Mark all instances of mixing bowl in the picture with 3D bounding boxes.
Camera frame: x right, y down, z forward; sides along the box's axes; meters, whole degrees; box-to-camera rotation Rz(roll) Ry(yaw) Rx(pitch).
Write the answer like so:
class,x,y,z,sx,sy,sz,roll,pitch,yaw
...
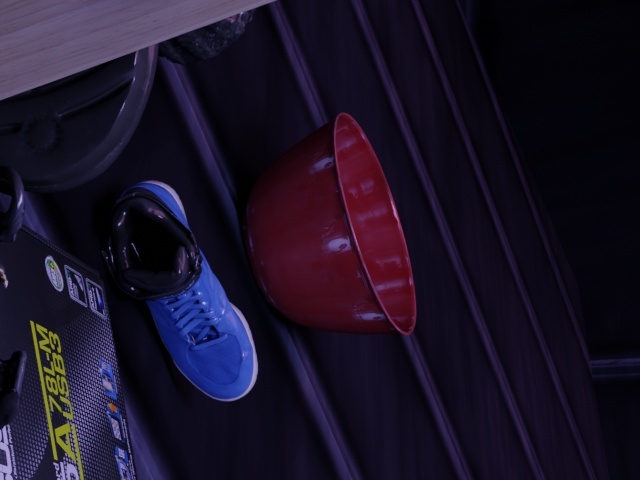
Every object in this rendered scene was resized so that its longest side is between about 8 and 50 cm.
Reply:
class,x,y,z,sx,sy,sz,roll,pitch,yaw
mixing bowl,0.000,0.000,1.566,0.181,0.098,0.181,-17,90,-77

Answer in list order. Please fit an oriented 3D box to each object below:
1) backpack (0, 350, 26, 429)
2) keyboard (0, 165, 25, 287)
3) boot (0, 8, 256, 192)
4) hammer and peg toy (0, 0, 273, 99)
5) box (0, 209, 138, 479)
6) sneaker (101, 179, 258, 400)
class,x,y,z,sx,sy,sz,roll,pitch,yaw
backpack,-0.209,-0.015,0.547,0.225,0.191,0.253,-89,165,-61
keyboard,-0.183,-0.092,0.749,0.317,0.033,0.201,32,-30,59
boot,-0.126,-0.147,1.170,0.260,0.131,0.348,49,27,-60
hammer and peg toy,-0.091,-0.225,0.916,0.127,0.361,0.266,-94,163,-71
box,-0.147,0.084,0.993,0.184,0.045,0.190,48,28,-66
sneaker,-0.089,0.036,1.247,0.084,0.058,0.152,-48,116,-81
